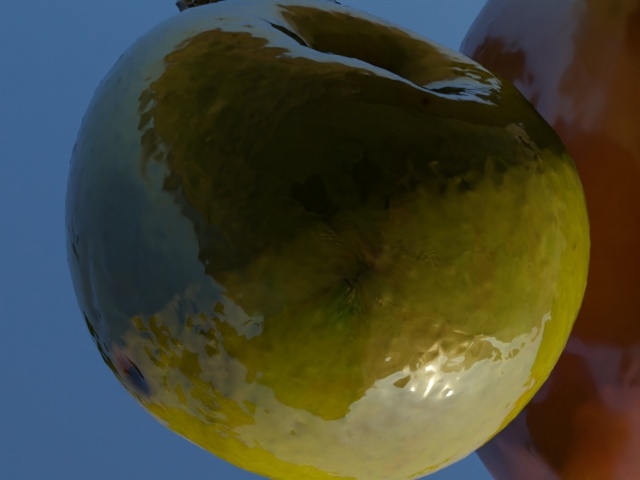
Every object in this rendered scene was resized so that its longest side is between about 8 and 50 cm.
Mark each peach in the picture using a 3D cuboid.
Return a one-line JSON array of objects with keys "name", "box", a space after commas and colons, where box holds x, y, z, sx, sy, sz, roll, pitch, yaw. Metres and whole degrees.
[{"name": "peach", "box": [0.203, -0.004, 0.839, 0.343, 0.301, 0.343, 5, -103, -22]}]

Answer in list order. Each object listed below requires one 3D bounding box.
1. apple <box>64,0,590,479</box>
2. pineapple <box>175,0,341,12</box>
[{"name": "apple", "box": [0.000, 0.000, 0.649, 0.196, 0.157, 0.196, 11, -162, -4]}, {"name": "pineapple", "box": [-0.017, -0.047, 0.855, 0.103, 0.083, 0.221, 15, -116, -69]}]
